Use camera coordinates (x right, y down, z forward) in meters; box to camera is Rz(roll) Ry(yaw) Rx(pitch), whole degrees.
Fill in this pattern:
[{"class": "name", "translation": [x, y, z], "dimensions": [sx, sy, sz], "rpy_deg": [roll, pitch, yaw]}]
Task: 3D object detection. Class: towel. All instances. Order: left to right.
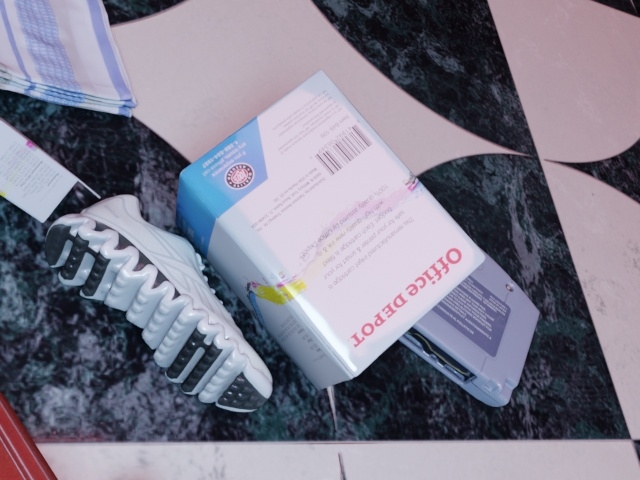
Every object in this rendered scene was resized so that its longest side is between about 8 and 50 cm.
[{"class": "towel", "translation": [-0.355, -0.253, 0.932], "dimensions": [0.285, 0.034, 0.209], "rpy_deg": [5, 56, -50]}]

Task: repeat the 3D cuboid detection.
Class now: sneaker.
[{"class": "sneaker", "translation": [-0.153, 0.062, 0.870], "dimensions": [0.292, 0.110, 0.118], "rpy_deg": [44, 39, -1]}]

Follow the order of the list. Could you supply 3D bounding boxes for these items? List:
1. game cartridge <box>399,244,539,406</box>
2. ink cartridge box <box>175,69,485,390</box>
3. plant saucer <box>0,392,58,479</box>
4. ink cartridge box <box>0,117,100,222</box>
[{"class": "game cartridge", "translation": [0.162, 0.068, 1.097], "dimensions": [0.294, 0.060, 0.196], "rpy_deg": [38, 52, -6]}, {"class": "ink cartridge box", "translation": [0.000, 0.000, 0.901], "dimensions": [0.198, 0.197, 0.270], "rpy_deg": [-39, 86, -18]}, {"class": "plant saucer", "translation": [-0.323, 0.196, 0.601], "dimensions": [0.258, 0.047, 0.259], "rpy_deg": [-7, 27, -39]}, {"class": "ink cartridge box", "translation": [-0.322, -0.084, 0.816], "dimensions": [0.061, 0.104, 0.181], "rpy_deg": [-52, 140, -6]}]
